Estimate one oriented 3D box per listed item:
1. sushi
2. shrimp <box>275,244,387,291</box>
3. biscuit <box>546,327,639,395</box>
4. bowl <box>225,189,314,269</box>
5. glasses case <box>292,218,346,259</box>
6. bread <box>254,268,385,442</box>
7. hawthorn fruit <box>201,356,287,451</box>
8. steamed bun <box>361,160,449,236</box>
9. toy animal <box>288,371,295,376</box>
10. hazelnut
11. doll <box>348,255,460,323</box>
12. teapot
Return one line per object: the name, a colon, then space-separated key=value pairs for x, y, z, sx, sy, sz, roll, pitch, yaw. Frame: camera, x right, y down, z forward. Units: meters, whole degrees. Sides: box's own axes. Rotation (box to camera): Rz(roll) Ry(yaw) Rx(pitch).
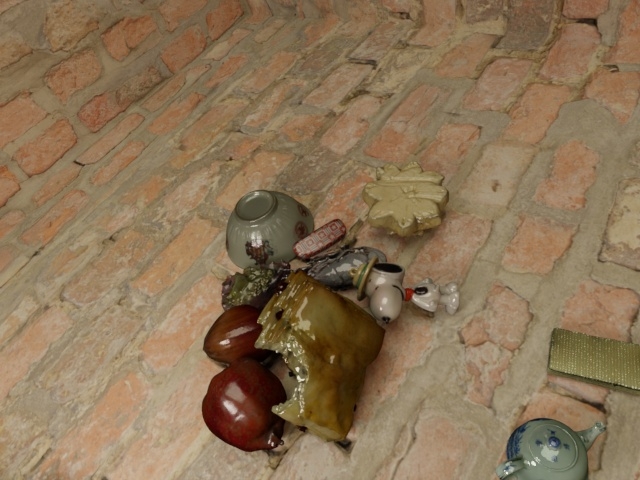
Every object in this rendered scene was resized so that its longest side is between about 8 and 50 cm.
sushi: x=-0.201 y=0.162 z=1.403 sx=0.241 sy=0.107 sz=0.161 roll=-14 pitch=52 yaw=6
shrimp: x=0.034 y=0.083 z=1.384 sx=0.343 sy=0.116 sz=0.145 roll=-10 pitch=48 yaw=0
biscuit: x=0.652 y=0.285 z=1.063 sx=0.199 sy=0.040 sz=0.121 roll=10 pitch=53 yaw=24
bowl: x=-0.203 y=-0.071 z=1.563 sx=0.337 sy=0.157 sz=0.337 roll=-9 pitch=50 yaw=11
glasses case: x=0.000 y=0.000 z=1.504 sx=0.194 sy=0.049 sz=0.073 roll=-31 pitch=70 yaw=-13
bread: x=-0.004 y=0.268 z=1.113 sx=0.314 sy=0.191 sz=0.370 roll=33 pitch=55 yaw=-13
hawthorn fruit: x=-0.172 y=0.421 z=1.105 sx=0.208 sy=0.208 sz=0.248 roll=-38 pitch=52 yaw=-15
steamed bun: x=0.275 y=-0.113 z=1.461 sx=0.292 sy=0.137 sz=0.295 roll=-39 pitch=58 yaw=-21
toy animal: x=-0.019 y=0.272 z=1.274 sx=0.176 sy=0.073 sz=0.217 roll=-4 pitch=53 yaw=-6
hazelnut: x=-0.218 y=0.274 z=1.254 sx=0.181 sy=0.212 sz=0.181 roll=33 pitch=77 yaw=3
doll: x=0.233 y=0.136 z=1.251 sx=0.271 sy=0.144 sz=0.208 roll=-9 pitch=48 yaw=-15
teapot: x=0.467 y=0.437 z=0.923 sx=0.232 sy=0.159 sz=0.159 roll=-23 pitch=48 yaw=-2
